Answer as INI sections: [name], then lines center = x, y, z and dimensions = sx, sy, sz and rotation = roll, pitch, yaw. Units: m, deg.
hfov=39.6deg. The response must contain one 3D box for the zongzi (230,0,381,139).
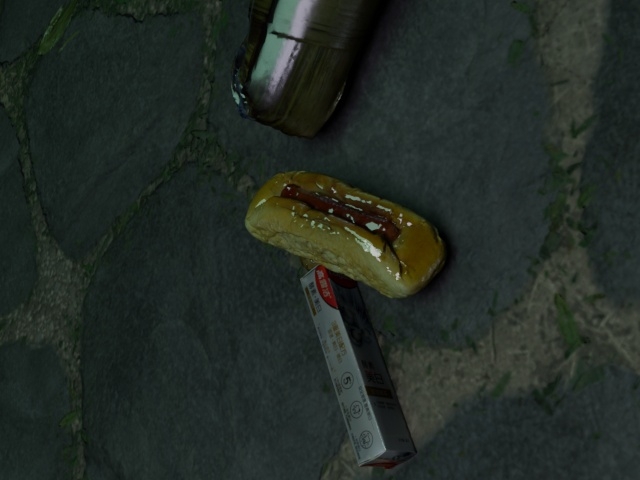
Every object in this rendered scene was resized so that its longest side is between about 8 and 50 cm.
[zongzi]
center = -0.036, -0.295, 1.063
dimensions = 0.286, 0.138, 0.300
rotation = -67, 31, 20

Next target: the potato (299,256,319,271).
[potato]
center = 0.000, 0.000, 0.993
dimensions = 0.051, 0.040, 0.083
rotation = -8, 60, 21

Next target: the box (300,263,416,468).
[box]
center = 0.036, 0.125, 0.916
dimensions = 0.039, 0.055, 0.218
rotation = -37, 56, 29

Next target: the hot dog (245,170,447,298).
[hot dog]
center = 0.016, -0.019, 0.921
dimensions = 0.242, 0.073, 0.084
rotation = 24, 59, 35
